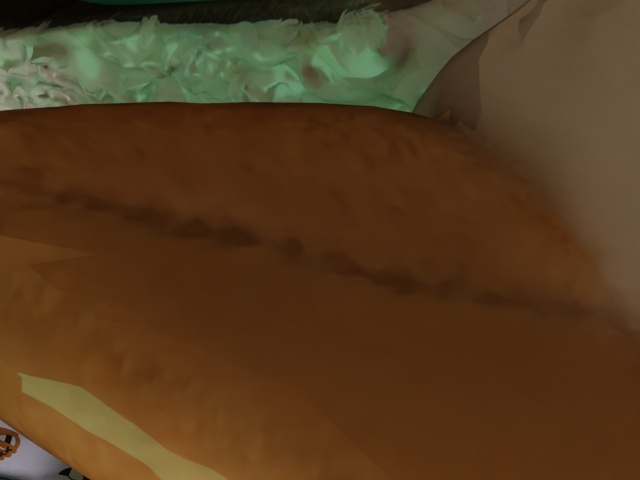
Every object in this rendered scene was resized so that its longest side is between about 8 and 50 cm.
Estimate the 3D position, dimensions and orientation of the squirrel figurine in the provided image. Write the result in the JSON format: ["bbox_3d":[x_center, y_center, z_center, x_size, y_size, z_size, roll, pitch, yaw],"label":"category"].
[{"bbox_3d":[0.122,0.128,0.480,0.397,0.281,0.370,34,143,21],"label":"squirrel figurine"}]

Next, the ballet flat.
[{"bbox_3d":[-0.075,-0.062,0.724,0.409,0.147,0.147,15,137,45],"label":"ballet flat"}]

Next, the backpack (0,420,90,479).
[{"bbox_3d":[-0.209,0.209,1.204,0.213,0.277,0.263,-84,-24,-57],"label":"backpack"}]
